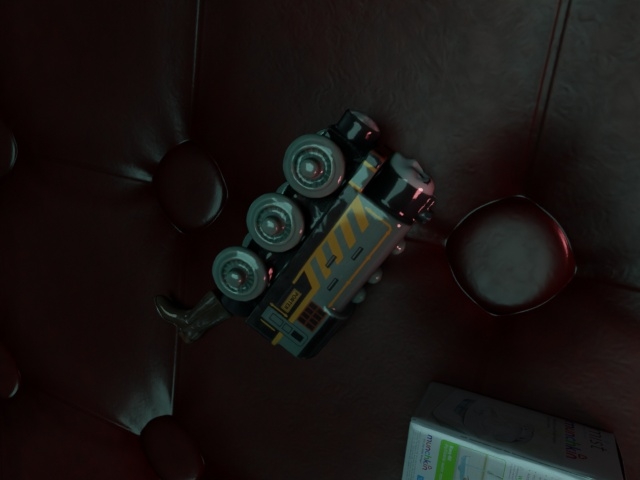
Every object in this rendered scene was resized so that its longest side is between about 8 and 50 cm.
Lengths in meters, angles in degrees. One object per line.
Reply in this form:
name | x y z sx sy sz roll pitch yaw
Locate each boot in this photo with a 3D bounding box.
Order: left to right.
boot | -0.210 0.107 0.820 0.114 0.037 0.106 -38 96 29

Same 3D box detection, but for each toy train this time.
toy train | 0.000 0.000 0.656 0.190 0.142 0.334 37 111 2

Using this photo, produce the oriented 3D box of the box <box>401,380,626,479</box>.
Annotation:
box | 0.218 0.346 0.612 0.231 0.126 0.262 10 103 23
